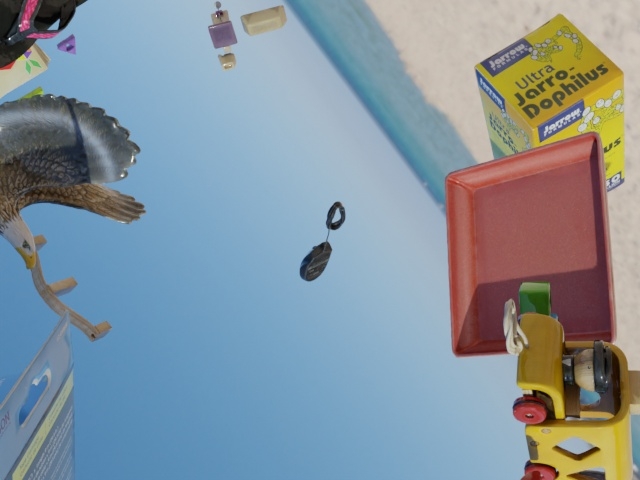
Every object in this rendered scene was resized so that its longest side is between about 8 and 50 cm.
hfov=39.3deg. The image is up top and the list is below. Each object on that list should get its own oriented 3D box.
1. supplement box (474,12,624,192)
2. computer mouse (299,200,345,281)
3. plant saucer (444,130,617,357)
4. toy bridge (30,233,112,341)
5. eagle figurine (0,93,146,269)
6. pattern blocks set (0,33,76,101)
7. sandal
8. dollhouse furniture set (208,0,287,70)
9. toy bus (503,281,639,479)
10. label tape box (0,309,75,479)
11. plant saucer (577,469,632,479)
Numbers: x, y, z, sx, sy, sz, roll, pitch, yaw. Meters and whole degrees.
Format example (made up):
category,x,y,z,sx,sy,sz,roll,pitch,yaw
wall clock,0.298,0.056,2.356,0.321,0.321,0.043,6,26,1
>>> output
category,x,y,z,sx,sy,sz,roll,pitch,yaw
supplement box,0.449,-0.218,1.729,0.195,0.194,0.356,57,179,35
computer mouse,0.000,0.000,1.900,0.071,0.242,0.041,-23,-121,-38
plant saucer,0.270,0.016,1.146,0.048,0.259,0.258,7,-103,-37
toy bridge,-0.386,0.071,1.321,0.188,0.026,0.063,51,-156,6
eagle figurine,-0.393,-0.073,1.170,0.226,0.298,0.225,39,151,59
pattern blocks set,-0.658,-0.362,1.834,0.026,0.325,0.285,53,165,35
sandal,-0.268,-0.234,0.884,0.040,0.179,0.067,30,154,31
dollhouse furniture set,-0.107,-0.322,1.336,0.091,0.114,0.081,74,-178,-54
toy bus,0.224,0.134,0.772,0.202,0.104,0.190,-10,-83,-72
label tape box,-0.366,0.280,1.008,0.249,0.115,0.347,-80,-4,-64
plant saucer,0.400,0.487,1.349,0.310,0.311,0.050,-117,6,-52
